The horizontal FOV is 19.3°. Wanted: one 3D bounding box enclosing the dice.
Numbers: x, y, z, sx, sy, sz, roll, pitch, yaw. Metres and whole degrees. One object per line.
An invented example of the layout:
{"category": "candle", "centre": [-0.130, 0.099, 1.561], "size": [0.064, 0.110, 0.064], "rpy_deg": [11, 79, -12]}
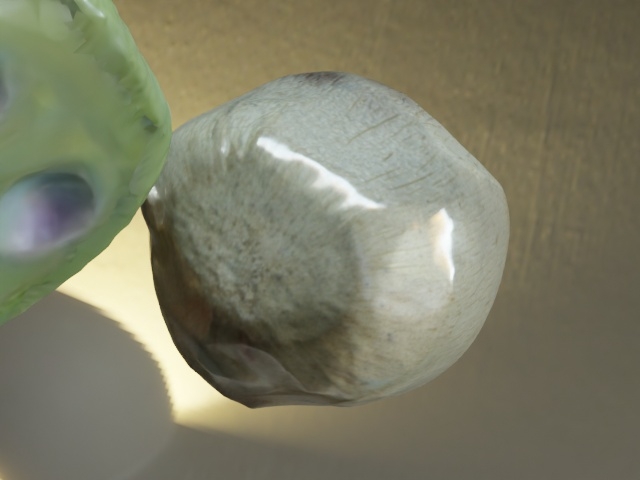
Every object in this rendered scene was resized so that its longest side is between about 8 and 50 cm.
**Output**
{"category": "dice", "centre": [-0.240, -0.102, 0.907], "size": [0.250, 0.254, 0.252], "rpy_deg": [-31, -31, -4]}

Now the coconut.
{"category": "coconut", "centre": [0.000, 0.000, 1.087], "size": [0.224, 0.224, 0.224], "rpy_deg": [9, -43, 9]}
